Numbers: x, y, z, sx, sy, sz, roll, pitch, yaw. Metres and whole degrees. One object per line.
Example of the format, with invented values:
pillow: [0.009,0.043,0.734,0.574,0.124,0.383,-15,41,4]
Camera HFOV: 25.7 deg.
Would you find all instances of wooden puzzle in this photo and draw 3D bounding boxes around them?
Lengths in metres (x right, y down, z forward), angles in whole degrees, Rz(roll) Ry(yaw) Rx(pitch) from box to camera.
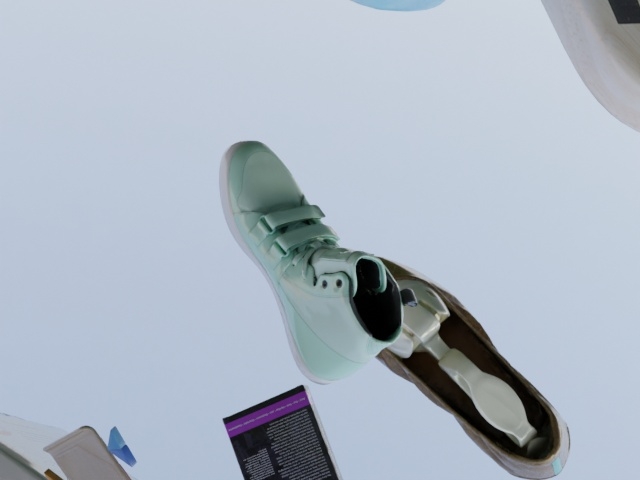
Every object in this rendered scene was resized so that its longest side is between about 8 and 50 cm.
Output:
wooden puzzle: [-0.157,0.164,0.984,0.014,0.116,0.079,-43,-75,-41]

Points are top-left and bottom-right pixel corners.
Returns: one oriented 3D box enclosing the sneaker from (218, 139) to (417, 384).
sneaker: [0.001,0.000,1.337,0.094,0.151,0.256,-21,-97,-35]

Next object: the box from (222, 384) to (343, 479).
box: [-0.041,0.273,1.722,0.162,0.116,0.029,70,-166,14]

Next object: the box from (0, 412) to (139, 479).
box: [-0.262,0.322,1.441,0.345,0.168,0.215,26,179,35]

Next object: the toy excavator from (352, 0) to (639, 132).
toy excavator: [0.116,-0.204,0.824,0.432,0.222,0.445,-7,-107,-34]

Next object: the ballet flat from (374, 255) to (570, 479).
ballet flat: [0.144,0.134,1.553,0.342,0.116,0.124,46,176,9]
